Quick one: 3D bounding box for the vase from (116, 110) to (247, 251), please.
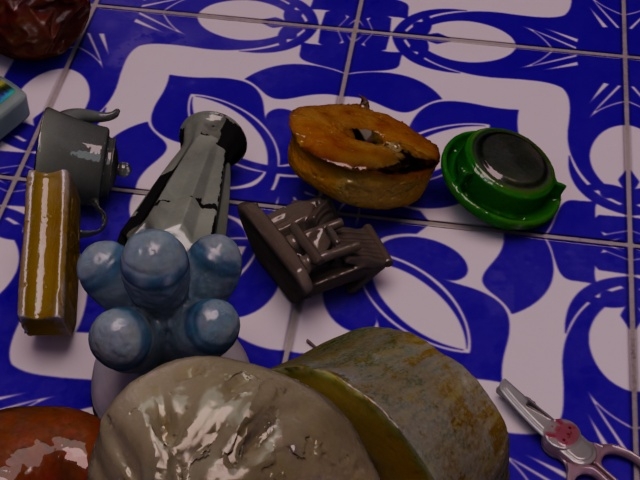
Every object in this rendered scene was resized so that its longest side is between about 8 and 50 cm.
[{"bbox_3d":[-0.205,-0.053,2.100,0.165,0.165,0.360,7,41,6],"label":"vase"}]

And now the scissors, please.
[{"bbox_3d":[0.329,0.274,1.857,0.118,0.030,0.242,-31,57,-29],"label":"scissors"}]

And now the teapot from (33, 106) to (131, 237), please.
[{"bbox_3d":[-0.376,-0.112,2.166,0.149,0.162,0.239,8,60,-9],"label":"teapot"}]

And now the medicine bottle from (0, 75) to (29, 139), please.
[{"bbox_3d":[-0.601,-0.187,2.269,0.121,0.083,0.229,25,49,22],"label":"medicine bottle"}]

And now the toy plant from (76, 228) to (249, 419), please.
[{"bbox_3d":[-0.206,0.108,1.804,0.247,0.332,0.247,1,47,-1],"label":"toy plant"}]

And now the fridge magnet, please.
[{"bbox_3d":[0.293,-0.104,2.188,0.208,0.088,0.208,13,45,-13],"label":"fridge magnet"}]

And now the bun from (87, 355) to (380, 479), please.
[{"bbox_3d":[-0.089,0.301,1.484,0.326,0.362,0.234,-14,5,-11],"label":"bun"}]

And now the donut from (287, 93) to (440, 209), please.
[{"bbox_3d":[0.064,-0.141,2.170,0.253,0.118,0.253,17,24,-8],"label":"donut"}]

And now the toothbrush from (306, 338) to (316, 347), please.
[{"bbox_3d":[0.011,0.172,1.971,0.008,0.006,0.097,-33,54,-25],"label":"toothbrush"}]

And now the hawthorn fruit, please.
[{"bbox_3d":[-0.361,0.321,1.650,0.277,0.277,0.298,-24,31,-24],"label":"hawthorn fruit"}]

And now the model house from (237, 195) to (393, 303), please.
[{"bbox_3d":[-0.005,0.007,2.058,0.188,0.122,0.229,-15,40,-23],"label":"model house"}]

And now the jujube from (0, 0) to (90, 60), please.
[{"bbox_3d":[-0.567,-0.451,2.472,0.216,0.216,0.342,-29,46,-27],"label":"jujube"}]

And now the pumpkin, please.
[{"bbox_3d":[0.073,0.252,1.688,0.332,0.332,0.199,29,43,25],"label":"pumpkin"}]

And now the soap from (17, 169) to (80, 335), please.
[{"bbox_3d":[-0.393,0.028,1.986,0.073,0.140,0.232,-2,66,0],"label":"soap"}]
